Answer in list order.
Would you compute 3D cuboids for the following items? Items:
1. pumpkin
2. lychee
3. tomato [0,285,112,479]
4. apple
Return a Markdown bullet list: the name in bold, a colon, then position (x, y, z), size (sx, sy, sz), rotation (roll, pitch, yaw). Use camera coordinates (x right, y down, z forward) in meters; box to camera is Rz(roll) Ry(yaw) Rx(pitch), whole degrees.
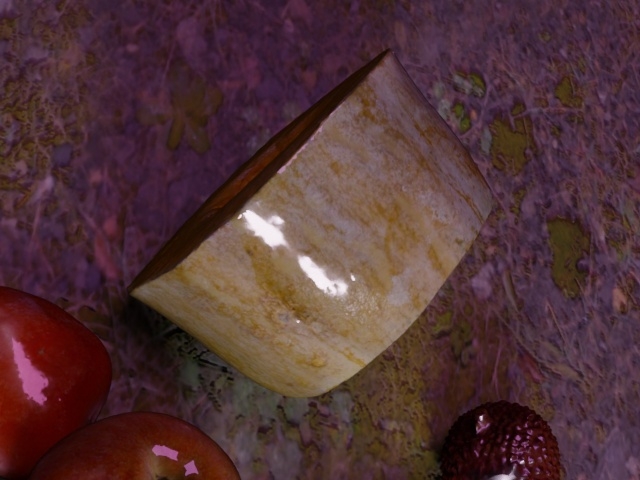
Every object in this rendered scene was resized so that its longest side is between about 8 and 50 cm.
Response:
- **pumpkin**: position (0.000, 0.000, 1.346), size (0.199, 0.332, 0.332), rotation (51, 49, -7)
- **lychee**: position (0.175, 0.224, 1.405), size (0.123, 0.129, 0.123), rotation (-1, 21, 0)
- **tomato**: position (-0.266, 0.110, 1.261), size (0.174, 0.082, 0.166), rotation (34, 50, -7)
- **apple**: position (-0.152, 0.232, 1.182), size (0.188, 0.174, 0.188), rotation (16, 53, -22)
